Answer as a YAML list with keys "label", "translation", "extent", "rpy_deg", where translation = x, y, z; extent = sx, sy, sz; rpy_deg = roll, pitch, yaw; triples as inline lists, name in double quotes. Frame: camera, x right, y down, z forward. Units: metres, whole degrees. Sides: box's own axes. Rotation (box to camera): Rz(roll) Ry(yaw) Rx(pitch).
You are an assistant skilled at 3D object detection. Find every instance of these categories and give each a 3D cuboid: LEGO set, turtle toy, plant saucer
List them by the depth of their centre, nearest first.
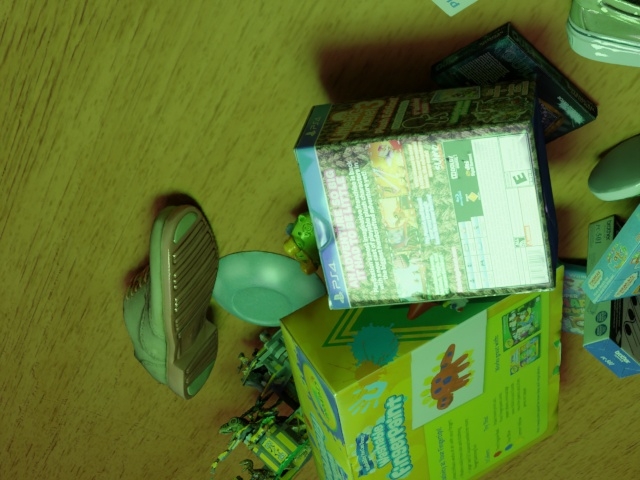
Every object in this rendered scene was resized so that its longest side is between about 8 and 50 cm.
- label: "turtle toy"
  translation: [0.000, 0.000, 2.006]
  extent: [0.095, 0.066, 0.130]
  rpy_deg: [-35, 131, 5]
- label: "plant saucer"
  translation: [-0.089, 0.089, 2.172]
  extent: [0.195, 0.037, 0.195]
  rpy_deg: [6, 144, 5]
- label: "LEGO set"
  translation: [-0.106, 0.298, 2.252]
  extent: [0.192, 0.255, 0.331]
  rpy_deg: [41, 150, 11]

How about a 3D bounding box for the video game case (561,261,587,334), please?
- label: "video game case"
  translation: [0.394, 0.092, 2.067]
  extent: [0.119, 0.015, 0.166]
  rpy_deg: [11, 146, 21]

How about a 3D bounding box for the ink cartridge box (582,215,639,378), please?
- label: "ink cartridge box"
  translation: [0.412, 0.077, 1.906]
  extent: [0.046, 0.207, 0.097]
  rpy_deg: [-22, 134, 37]

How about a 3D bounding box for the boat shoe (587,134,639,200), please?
- label: "boat shoe"
  translation: [0.471, -0.098, 1.758]
  extent: [0.258, 0.095, 0.084]
  rpy_deg: [-21, 130, 35]

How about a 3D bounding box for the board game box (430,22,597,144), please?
- label: "board game box"
  translation: [0.247, -0.188, 1.744]
  extent: [0.126, 0.026, 0.186]
  rpy_deg: [-26, 131, 37]

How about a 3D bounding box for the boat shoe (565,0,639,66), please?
- label: "boat shoe"
  translation: [0.432, -0.247, 1.563]
  extent: [0.302, 0.109, 0.094]
  rpy_deg: [5, 141, 10]

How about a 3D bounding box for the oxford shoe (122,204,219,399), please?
- label: "oxford shoe"
  translation: [-0.250, 0.090, 2.129]
  extent: [0.146, 0.140, 0.397]
  rpy_deg: [24, 136, 19]

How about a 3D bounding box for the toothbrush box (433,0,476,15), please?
- label: "toothbrush box"
  translation: [0.177, -0.391, 1.414]
  extent: [0.283, 0.122, 0.206]
  rpy_deg: [-25, 131, 39]

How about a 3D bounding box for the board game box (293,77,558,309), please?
- label: "board game box"
  translation: [0.139, -0.057, 1.722]
  extent: [0.291, 0.141, 0.232]
  rpy_deg: [-5, 117, 14]

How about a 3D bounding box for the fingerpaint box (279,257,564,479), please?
- label: "fingerpaint box"
  translation: [0.159, 0.202, 2.020]
  extent: [0.371, 0.163, 0.445]
  rpy_deg: [-29, 143, -13]

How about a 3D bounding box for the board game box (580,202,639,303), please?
- label: "board game box"
  translation: [0.465, 0.006, 1.828]
  extent: [0.211, 0.039, 0.160]
  rpy_deg: [-8, 141, -37]
